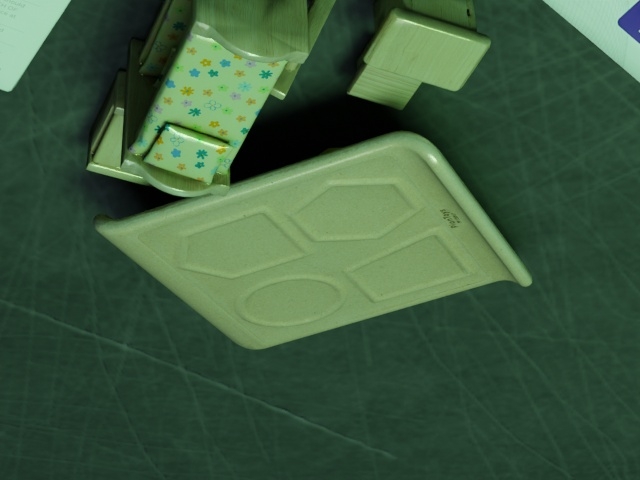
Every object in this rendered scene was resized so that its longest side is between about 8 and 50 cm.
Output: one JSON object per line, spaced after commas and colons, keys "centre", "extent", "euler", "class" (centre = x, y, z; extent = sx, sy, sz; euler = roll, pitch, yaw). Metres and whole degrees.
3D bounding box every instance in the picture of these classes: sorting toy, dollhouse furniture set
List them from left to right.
{"centre": [-0.022, -0.058, 0.902], "extent": [0.161, 0.101, 0.182], "euler": [14, 137, -18], "class": "dollhouse furniture set"}
{"centre": [0.000, 0.000, 1.003], "extent": [0.208, 0.038, 0.193], "euler": [-13, 152, 19], "class": "sorting toy"}

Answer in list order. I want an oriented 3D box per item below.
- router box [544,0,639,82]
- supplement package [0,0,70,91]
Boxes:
{"centre": [0.198, -0.211, 0.660], "extent": [0.301, 0.082, 0.335], "euler": [37, 132, -11], "class": "router box"}
{"centre": [-0.131, -0.205, 0.698], "extent": [0.134, 0.139, 0.244], "euler": [21, 133, -25], "class": "supplement package"}
